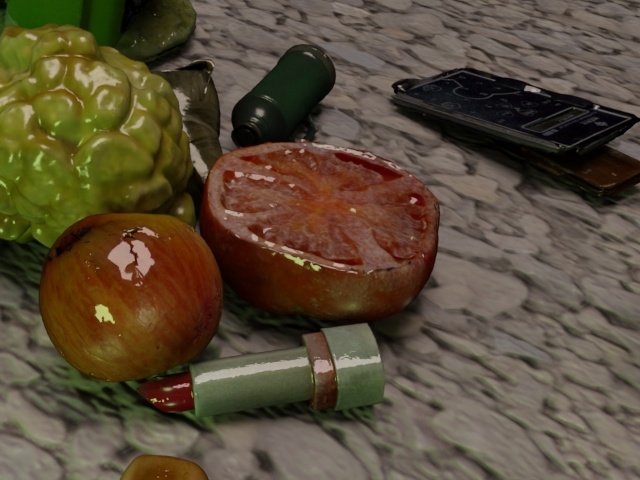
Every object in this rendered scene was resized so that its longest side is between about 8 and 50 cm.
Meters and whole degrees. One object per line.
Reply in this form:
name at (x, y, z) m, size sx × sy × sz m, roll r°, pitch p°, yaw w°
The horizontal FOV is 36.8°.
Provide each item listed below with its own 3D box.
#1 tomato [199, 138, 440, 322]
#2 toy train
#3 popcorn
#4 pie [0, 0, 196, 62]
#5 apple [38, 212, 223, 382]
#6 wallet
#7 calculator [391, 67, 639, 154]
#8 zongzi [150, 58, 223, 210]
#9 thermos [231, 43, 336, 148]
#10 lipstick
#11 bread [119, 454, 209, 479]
tomato at (0.000, 0.000, 0.873) m, size 0.237 × 0.095 × 0.236 m, roll 7°, pitch 31°, yaw -4°
toy train at (-0.311, -0.352, 1.139) m, size 0.249 × 0.173 × 0.307 m, roll 19°, pitch 38°, yaw -3°
popcorn at (-0.221, -0.075, 0.848) m, size 0.235 × 0.216 × 0.181 m, roll 1°, pitch 52°, yaw 37°
pie at (-0.304, -0.308, 1.270) m, size 0.306 × 0.071 × 0.306 m, roll 5°, pitch 36°, yaw -4°
apple at (-0.146, 0.038, 0.738) m, size 0.147 × 0.146 × 0.146 m, roll 6°, pitch 35°, yaw -4°
wallet at (0.292, -0.102, 1.133) m, size 0.095 × 0.026 × 0.176 m, roll -22°, pitch 41°, yaw -33°
calculator at (0.231, -0.162, 1.173) m, size 0.274 × 0.028 × 0.166 m, roll 25°, pitch 34°, yaw 37°
zongzi at (-0.194, -0.079, 0.969) m, size 0.205 × 0.094 × 0.204 m, roll -9°, pitch 60°, yaw -9°
thermos at (-0.047, -0.154, 1.110) m, size 0.073 × 0.083 × 0.187 m, roll -1°, pitch 31°, yaw 26°
lipstick at (-0.048, 0.109, 0.746) m, size 0.186 × 0.057 × 0.063 m, roll -7°, pitch 42°, yaw -12°
bread at (-0.110, 0.189, 0.619) m, size 0.062 × 0.049 × 0.103 m, roll 5°, pitch 35°, yaw 9°
